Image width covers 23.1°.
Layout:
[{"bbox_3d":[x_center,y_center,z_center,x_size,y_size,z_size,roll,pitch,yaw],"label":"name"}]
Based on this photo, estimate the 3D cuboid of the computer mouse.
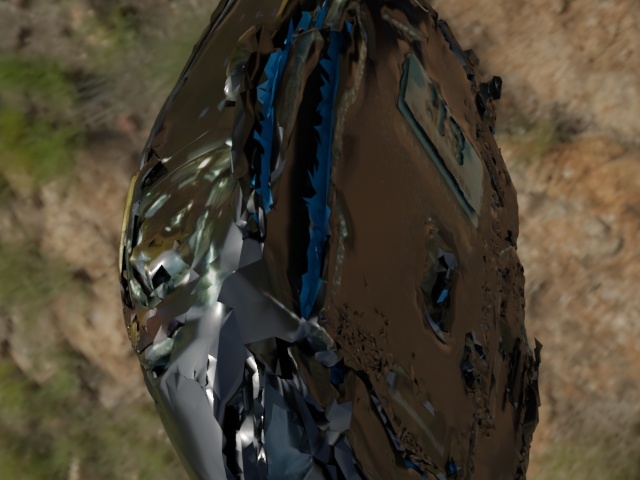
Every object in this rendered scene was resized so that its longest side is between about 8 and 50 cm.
[{"bbox_3d":[0.000,0.000,0.444,0.077,0.242,0.146,-17,126,26],"label":"computer mouse"}]
